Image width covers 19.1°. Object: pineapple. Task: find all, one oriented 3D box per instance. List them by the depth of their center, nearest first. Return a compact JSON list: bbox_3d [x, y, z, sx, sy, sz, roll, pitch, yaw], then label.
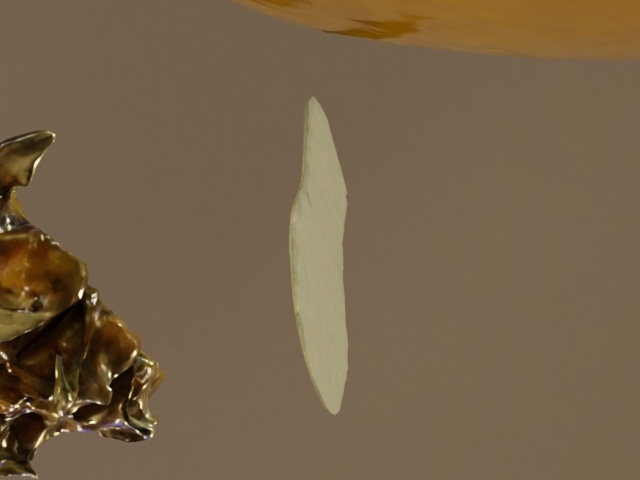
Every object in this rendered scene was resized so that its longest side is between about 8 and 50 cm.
[{"bbox_3d":[-0.167,0.054,0.880,0.158,0.161,0.334,-36,-12,-14],"label":"pineapple"}]

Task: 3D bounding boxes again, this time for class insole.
[{"bbox_3d":[0.000,0.000,0.779,0.004,0.197,0.065,-15,-58,11],"label":"insole"}]

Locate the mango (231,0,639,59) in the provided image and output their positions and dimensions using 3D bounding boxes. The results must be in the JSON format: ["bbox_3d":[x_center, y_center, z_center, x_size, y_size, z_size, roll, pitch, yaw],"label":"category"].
[{"bbox_3d":[0.044,-0.163,0.298,0.300,0.445,0.232,22,-113,-13],"label":"mango"}]
